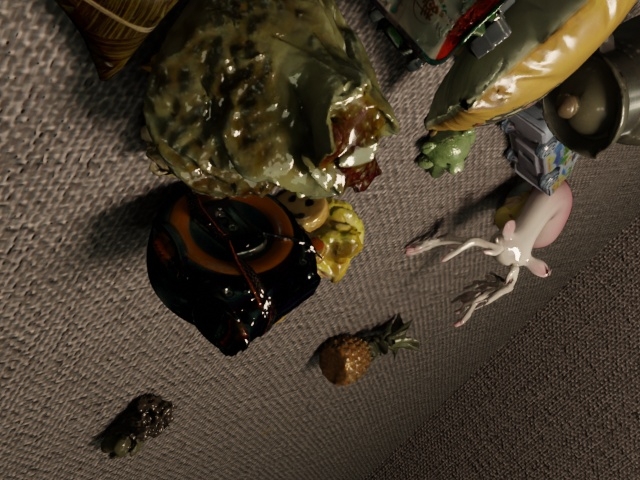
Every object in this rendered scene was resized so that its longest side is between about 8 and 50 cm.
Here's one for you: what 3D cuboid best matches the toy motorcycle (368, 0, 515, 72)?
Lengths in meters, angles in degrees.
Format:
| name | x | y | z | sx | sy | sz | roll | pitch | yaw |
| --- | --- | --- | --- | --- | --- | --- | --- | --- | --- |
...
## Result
| name | x | y | z | sx | sy | sz | roll | pitch | yaw |
| --- | --- | --- | --- | --- | --- | --- | --- | --- | --- |
| toy motorcycle | 0.149 | -0.277 | 0.957 | 0.187 | 0.124 | 0.274 | -36 | -161 | 11 |

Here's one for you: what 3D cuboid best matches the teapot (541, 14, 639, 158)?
| name | x | y | z | sx | sy | sz | roll | pitch | yaw |
| --- | --- | --- | --- | --- | --- | --- | --- | --- | --- |
| teapot | 0.493 | -0.273 | 1.364 | 0.285 | 0.223 | 0.305 | -20 | 140 | -25 |

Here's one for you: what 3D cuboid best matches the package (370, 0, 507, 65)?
| name | x | y | z | sx | sy | sz | roll | pitch | yaw |
| --- | --- | --- | --- | --- | --- | --- | --- | --- | --- |
| package | 0.084 | -0.297 | 0.807 | 0.166 | 0.232 | 0.040 | -43 | 176 | 25 |

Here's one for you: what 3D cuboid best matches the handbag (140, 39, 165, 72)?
| name | x | y | z | sx | sy | sz | roll | pitch | yaw |
| --- | --- | --- | --- | --- | --- | --- | --- | --- | --- |
| handbag | -0.143 | -0.199 | 0.907 | 0.083 | 0.027 | 0.061 | -49 | 151 | 14 |

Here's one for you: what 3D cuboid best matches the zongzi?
| name | x | y | z | sx | sy | sz | roll | pitch | yaw |
| --- | --- | --- | --- | --- | --- | --- | --- | --- | --- |
| zongzi | -0.219 | -0.207 | 0.730 | 0.187 | 0.084 | 0.184 | 1 | 146 | -46 |

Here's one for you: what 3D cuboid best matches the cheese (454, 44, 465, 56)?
| name | x | y | z | sx | sy | sz | roll | pitch | yaw |
| --- | --- | --- | --- | --- | --- | --- | --- | --- | --- |
| cheese | 0.222 | -0.291 | 1.223 | 0.127 | 0.054 | 0.251 | -31 | 157 | -6 |

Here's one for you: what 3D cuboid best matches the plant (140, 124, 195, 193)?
| name | x | y | z | sx | sy | sz | roll | pitch | yaw |
| --- | --- | --- | --- | --- | --- | --- | --- | --- | --- |
| plant | -0.139 | -0.106 | 0.977 | 0.117 | 0.122 | 0.104 | -21 | 142 | -18 |

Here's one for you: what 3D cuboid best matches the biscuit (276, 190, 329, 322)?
| name | x | y | z | sx | sy | sz | roll | pitch | yaw |
| --- | --- | --- | --- | --- | --- | --- | --- | --- | --- |
| biscuit | -0.066 | 0.008 | 1.245 | 0.234 | 0.153 | 0.030 | -56 | 152 | -26 |

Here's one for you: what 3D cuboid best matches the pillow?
| name | x | y | z | sx | sy | sz | roll | pitch | yaw |
| --- | --- | --- | --- | --- | --- | --- | --- | --- | --- |
| pillow | 0.268 | -0.249 | 1.067 | 0.312 | 0.119 | 0.310 | -43 | 180 | 0 |

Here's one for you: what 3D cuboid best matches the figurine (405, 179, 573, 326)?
| name | x | y | z | sx | sy | sz | roll | pitch | yaw |
| --- | --- | --- | --- | --- | --- | --- | --- | --- | --- |
| figurine | 0.379 | 0.019 | 1.816 | 0.284 | 0.206 | 0.316 | -26 | -175 | 40 |

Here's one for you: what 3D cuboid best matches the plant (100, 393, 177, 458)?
| name | x | y | z | sx | sy | sz | roll | pitch | yaw |
| --- | --- | --- | --- | --- | --- | --- | --- | --- | --- |
| plant | -0.344 | 0.354 | 1.596 | 0.174 | 0.087 | 0.085 | -40 | 122 | 16 |

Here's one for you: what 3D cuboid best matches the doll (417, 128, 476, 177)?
| name | x | y | z | sx | sy | sz | roll | pitch | yaw |
| --- | --- | --- | --- | --- | --- | --- | --- | --- | --- |
| doll | 0.226 | -0.146 | 1.484 | 0.115 | 0.077 | 0.150 | -26 | 168 | 1 |

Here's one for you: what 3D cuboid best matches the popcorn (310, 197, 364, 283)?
| name | x | y | z | sx | sy | sz | roll | pitch | yaw |
| --- | --- | --- | --- | --- | --- | --- | --- | --- | --- |
| popcorn | 0.000 | 0.000 | 1.363 | 0.145 | 0.126 | 0.125 | -19 | 133 | 10 |

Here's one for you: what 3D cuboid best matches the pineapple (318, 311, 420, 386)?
| name | x | y | z | sx | sy | sz | roll | pitch | yaw |
| --- | --- | --- | --- | --- | --- | --- | --- | --- | --- |
| pineapple | 0.118 | 0.263 | 2.040 | 0.277 | 0.119 | 0.130 | -16 | 131 | -44 |

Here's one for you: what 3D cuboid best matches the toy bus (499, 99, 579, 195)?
| name | x | y | z | sx | sy | sz | roll | pitch | yaw |
| --- | --- | --- | --- | --- | --- | --- | --- | --- | --- |
| toy bus | 0.428 | -0.201 | 1.625 | 0.136 | 0.109 | 0.329 | -47 | 157 | -2 |

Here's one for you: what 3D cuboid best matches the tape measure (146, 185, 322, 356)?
| name | x | y | z | sx | sy | sz | roll | pitch | yaw |
| --- | --- | --- | --- | --- | --- | --- | --- | --- | --- |
| tape measure | -0.117 | 0.021 | 1.104 | 0.202 | 0.223 | 0.135 | -36 | 160 | -40 |

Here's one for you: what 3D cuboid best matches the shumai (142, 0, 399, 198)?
| name | x | y | z | sx | sy | sz | roll | pitch | yaw |
| --- | --- | --- | --- | --- | --- | --- | --- | --- | --- |
| shumai | -0.031 | -0.144 | 0.869 | 0.255 | 0.218 | 0.189 | -59 | 163 | -7 |
